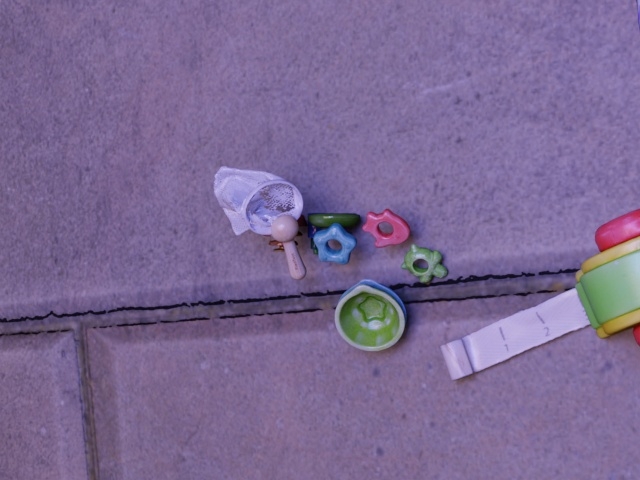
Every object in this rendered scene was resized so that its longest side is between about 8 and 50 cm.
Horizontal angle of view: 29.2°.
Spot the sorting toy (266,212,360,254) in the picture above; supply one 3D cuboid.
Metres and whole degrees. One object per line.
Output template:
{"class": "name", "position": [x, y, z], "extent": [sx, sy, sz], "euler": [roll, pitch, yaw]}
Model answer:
{"class": "sorting toy", "position": [-0.010, -0.006, 1.210], "extent": [0.102, 0.061, 0.042], "euler": [0, 92, 17]}

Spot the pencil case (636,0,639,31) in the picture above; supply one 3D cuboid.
{"class": "pencil case", "position": [0.306, -0.169, 0.974], "extent": [0.124, 0.113, 0.273], "euler": [-17, 82, 55]}

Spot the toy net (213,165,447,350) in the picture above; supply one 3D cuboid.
{"class": "toy net", "position": [0.000, 0.000, 1.158], "extent": [0.232, 0.045, 0.122], "euler": [36, 119, -6]}

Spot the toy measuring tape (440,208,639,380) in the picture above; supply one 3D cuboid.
{"class": "toy measuring tape", "position": [0.224, 0.053, 1.033], "extent": [0.330, 0.121, 0.121], "euler": [-26, 78, 30]}
